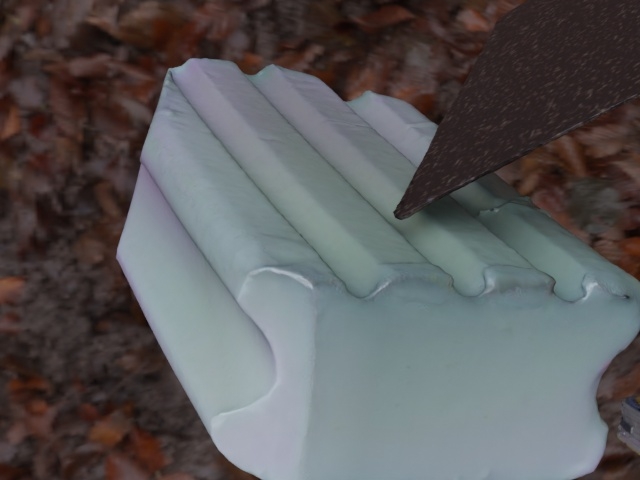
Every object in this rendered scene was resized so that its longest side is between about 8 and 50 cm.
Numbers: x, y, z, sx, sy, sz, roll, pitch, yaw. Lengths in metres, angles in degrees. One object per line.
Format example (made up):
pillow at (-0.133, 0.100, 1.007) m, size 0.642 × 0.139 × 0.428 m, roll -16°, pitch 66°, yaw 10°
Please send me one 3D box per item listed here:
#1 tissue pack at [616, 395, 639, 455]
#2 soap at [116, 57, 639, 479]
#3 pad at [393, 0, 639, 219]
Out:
tissue pack at (0.229, 0.111, 0.796) m, size 0.083 × 0.063 × 0.035 m, roll -6°, pitch 106°, yaw -18°
soap at (0.000, 0.000, 0.762) m, size 0.347 × 0.208 × 0.115 m, roll -131°, pitch 48°, yaw -58°
pad at (0.164, -0.125, 0.742) m, size 0.220 × 0.330 × 0.004 m, roll -27°, pitch 106°, yaw 29°
